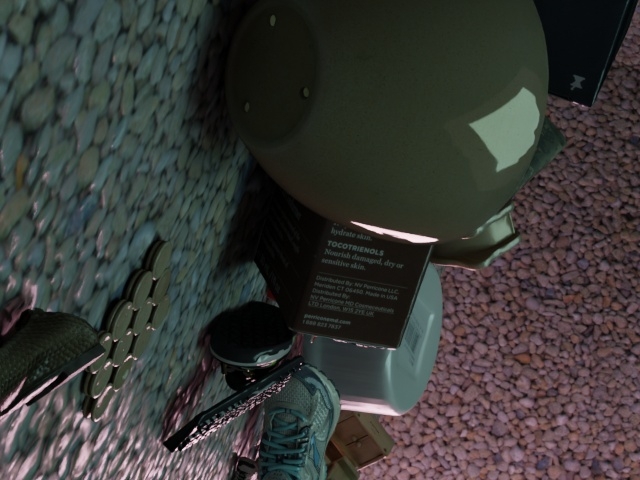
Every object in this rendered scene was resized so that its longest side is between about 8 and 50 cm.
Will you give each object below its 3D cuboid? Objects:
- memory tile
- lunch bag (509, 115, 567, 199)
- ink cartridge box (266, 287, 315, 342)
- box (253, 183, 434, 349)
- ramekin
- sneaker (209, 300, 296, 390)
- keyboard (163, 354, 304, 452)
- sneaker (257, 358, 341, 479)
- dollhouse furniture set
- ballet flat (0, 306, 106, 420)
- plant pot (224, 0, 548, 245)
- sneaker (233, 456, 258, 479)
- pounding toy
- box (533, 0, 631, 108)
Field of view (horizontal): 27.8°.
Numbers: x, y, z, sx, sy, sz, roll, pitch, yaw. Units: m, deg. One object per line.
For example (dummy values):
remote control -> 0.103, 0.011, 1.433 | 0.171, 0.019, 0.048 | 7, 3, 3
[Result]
memory tile -> -0.169, 0.078, 1.130 | 0.113, 0.012, 0.148 | 99, 16, -50
lunch bag -> 0.174, -0.096, 1.884 | 0.287, 0.169, 0.235 | -34, -176, 46
ink cartridge box -> 0.000, 0.000, 1.638 | 0.134, 0.078, 0.231 | -54, 162, -52
box -> 0.057, -0.097, 1.388 | 0.191, 0.143, 0.381 | -124, -131, -64
ramekin -> 0.090, 0.140, 2.011 | 0.277, 0.135, 0.277 | 9, 90, -67
sneaker -> -0.078, 0.138, 1.506 | 0.235, 0.084, 0.097 | -15, 128, -76
keyboard -> -0.100, 0.190, 1.462 | 0.180, 0.023, 0.108 | -26, 169, -45
sneaker -> -0.038, 0.299, 1.842 | 0.122, 0.110, 0.283 | -61, 155, -54
dollhouse furniture set -> -0.002, 0.385, 2.092 | 0.161, 0.212, 0.242 | -31, -171, 30
ballet flat -> -0.219, 0.091, 0.811 | 0.084, 0.058, 0.250 | -35, 179, 26
plant pot -> 0.030, -0.139, 1.133 | 0.191, 0.284, 0.284 | 2, 114, -42
sneaker -> -0.112, 0.347, 1.880 | 0.083, 0.032, 0.037 | 98, 16, -48
pounding toy -> 0.202, -0.010, 2.109 | 0.154, 0.270, 0.154 | -48, 132, -38
box -> 0.324, -0.395, 1.909 | 0.395, 0.294, 0.212 | -53, 161, -56
